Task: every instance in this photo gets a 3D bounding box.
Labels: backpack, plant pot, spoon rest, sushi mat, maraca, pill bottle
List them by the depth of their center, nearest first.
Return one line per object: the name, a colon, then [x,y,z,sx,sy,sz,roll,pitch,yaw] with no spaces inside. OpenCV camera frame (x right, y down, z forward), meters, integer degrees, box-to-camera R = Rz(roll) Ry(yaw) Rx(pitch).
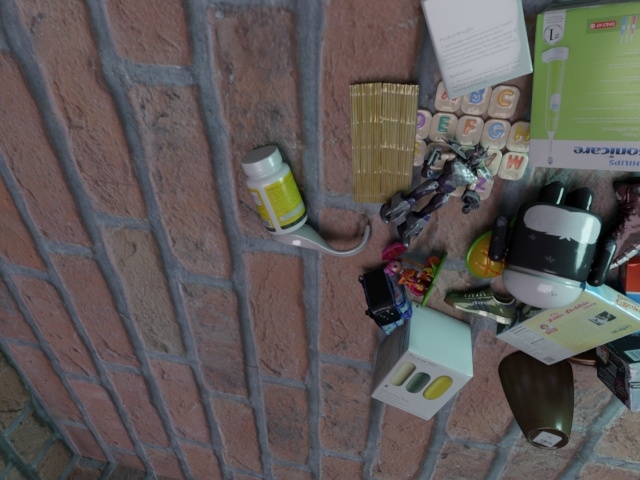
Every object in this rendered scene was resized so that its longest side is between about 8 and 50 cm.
sushi mat: [0.147,-0.217,1.035,0.151,0.019,0.317,9,130,17]
maraca: [0.451,0.022,1.099,0.185,0.099,0.127,-34,116,7]
pill bottle: [-0.120,-0.129,1.130,0.119,0.119,0.209,-8,124,21]
spoon rest: [0.000,0.000,1.202,0.276,0.084,0.137,0,165,14]
backpack: [0.195,0.180,1.254,0.116,0.158,0.173,-22,133,13]
plant pot: [0.652,0.482,1.296,0.215,0.231,0.216,8,128,10]

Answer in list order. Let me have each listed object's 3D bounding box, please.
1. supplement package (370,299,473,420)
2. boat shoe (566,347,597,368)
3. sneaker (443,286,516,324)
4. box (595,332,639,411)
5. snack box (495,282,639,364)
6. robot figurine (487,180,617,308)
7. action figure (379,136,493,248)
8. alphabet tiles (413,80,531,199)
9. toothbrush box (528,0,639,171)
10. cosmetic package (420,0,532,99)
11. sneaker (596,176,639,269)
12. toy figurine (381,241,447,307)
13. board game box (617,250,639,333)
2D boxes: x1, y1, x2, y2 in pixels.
supplement package: [0.303,0.365,1.328,0.199,0.198,0.263,23,129,-1]
boat shoe: [0.810,0.338,1.242,0.206,0.073,0.073,-5,119,19]
sneaker: [0.453,0.163,1.229,0.192,0.064,0.086,18,111,12]
box: [0.865,0.317,1.104,0.247,0.163,0.142,-11,104,8]
snack box: [0.649,0.221,1.165,0.187,0.060,0.322,29,142,-5]
robot figurine: [0.516,0.014,0.983,0.173,0.209,0.279,12,94,-38]
action figure: [0.275,-0.115,1.011,0.185,0.099,0.285,41,119,-11]
alphabet tiles: [0.330,-0.219,0.998,0.283,0.021,0.278,10,128,9]
toothbrush box: [0.505,-0.281,0.794,0.206,0.122,0.284,9,126,33]
cosmetic package: [0.282,-0.389,0.799,0.151,0.152,0.184,-12,122,23]
sneaker: [0.675,-0.050,0.989,0.281,0.106,0.162,-39,99,28]
toy figurine: [0.233,0.075,1.172,0.159,0.173,0.130,24,147,14]
board game box: [0.906,0.112,1.052,0.316,0.064,0.242,-8,123,21]
